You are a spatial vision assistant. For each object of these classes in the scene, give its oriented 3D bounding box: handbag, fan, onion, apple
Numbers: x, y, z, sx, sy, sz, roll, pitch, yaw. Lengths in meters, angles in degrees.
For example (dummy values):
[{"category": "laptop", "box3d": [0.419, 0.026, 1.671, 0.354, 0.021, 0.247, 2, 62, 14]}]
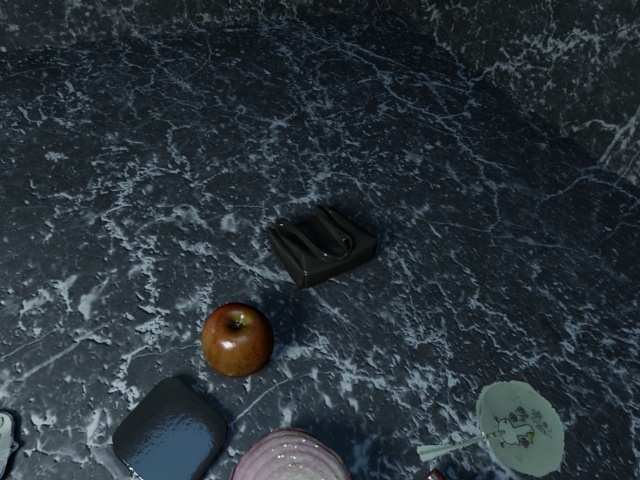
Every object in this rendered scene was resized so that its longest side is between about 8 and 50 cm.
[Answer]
[{"category": "handbag", "box3d": [0.000, 0.000, 1.315, 0.285, 0.113, 0.257, -23, 51, -27]}, {"category": "fan", "box3d": [0.426, 0.477, 1.056, 0.415, 0.012, 0.233, -9, 52, -19]}, {"category": "onion", "box3d": [-0.065, 0.525, 0.866, 0.247, 0.111, 0.250, 21, 57, 37]}, {"category": "apple", "box3d": [-0.199, 0.235, 1.036, 0.181, 0.168, 0.181, 3, 45, -4]}]

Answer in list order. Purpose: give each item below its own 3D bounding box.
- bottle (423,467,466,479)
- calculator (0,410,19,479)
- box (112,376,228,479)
[{"category": "bottle", "box3d": [0.314, 0.586, 0.884, 0.104, 0.104, 0.245, -29, 62, -30]}, {"category": "calculator", "box3d": [-0.748, 0.428, 0.845, 0.268, 0.040, 0.177, -3, 51, -14]}, {"category": "box", "box3d": [-0.322, 0.424, 0.932, 0.212, 0.042, 0.201, 31, 51, 14]}]
